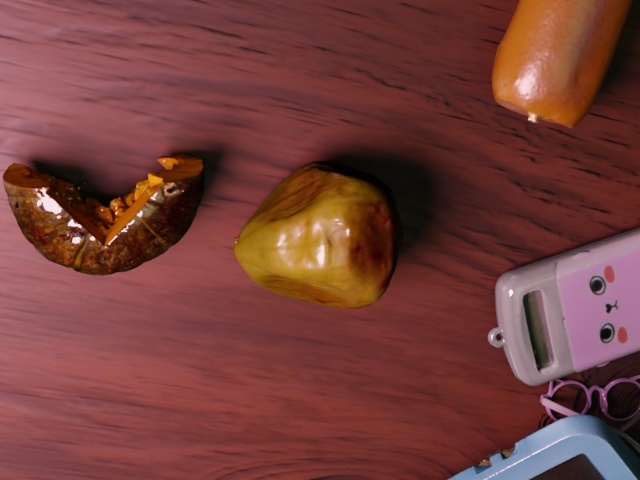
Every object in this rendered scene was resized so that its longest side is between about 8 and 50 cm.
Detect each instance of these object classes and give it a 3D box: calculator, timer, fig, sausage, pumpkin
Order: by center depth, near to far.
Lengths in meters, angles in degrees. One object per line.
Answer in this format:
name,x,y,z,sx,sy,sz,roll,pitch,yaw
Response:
pumpkin,-0.198,-0.021,1.059,0.183,0.119,0.107,-5,105,-7
fig,0.000,0.000,1.106,0.166,0.144,0.154,-22,76,14
sausage,0.262,-0.274,1.114,0.112,0.112,0.328,14,99,-18
timer,0.262,0.320,1.236,0.232,0.091,0.250,-34,121,22
calculator,0.300,0.073,1.253,0.246,0.045,0.141,-17,109,-8

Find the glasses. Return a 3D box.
glasses,0.328,0.198,1.264,0.140,0.104,0.062,1,107,-11

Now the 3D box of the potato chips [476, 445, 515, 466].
potato chips,0.224,0.302,1.312,0.142,0.026,0.209,39,91,-18
